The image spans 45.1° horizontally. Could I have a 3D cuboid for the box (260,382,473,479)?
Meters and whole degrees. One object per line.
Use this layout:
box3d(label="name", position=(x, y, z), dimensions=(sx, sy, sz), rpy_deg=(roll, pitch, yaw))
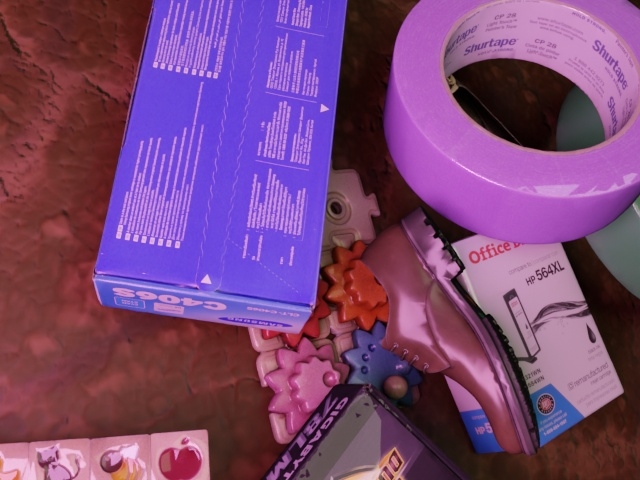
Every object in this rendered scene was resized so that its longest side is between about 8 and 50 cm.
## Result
box3d(label="box", position=(0.039, 0.311, 0.575), dimensions=(0.293, 0.073, 0.295), rpy_deg=(45, 67, -8))

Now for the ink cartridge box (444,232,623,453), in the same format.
box3d(label="ink cartridge box", position=(0.191, 0.087, 0.768), dimensions=(0.148, 0.086, 0.203), rpy_deg=(-19, 84, -34))

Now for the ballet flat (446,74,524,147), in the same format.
box3d(label="ballet flat", position=(0.187, -0.110, 0.849), dimensions=(0.250, 0.058, 0.084), rpy_deg=(46, 55, -10))

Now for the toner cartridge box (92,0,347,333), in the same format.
box3d(label="toner cartridge box", position=(-0.073, -0.106, 0.651), dimensions=(0.165, 0.075, 0.347), rpy_deg=(9, 68, -7))

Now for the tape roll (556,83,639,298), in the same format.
box3d(label="tape roll", position=(0.419, -0.073, 0.895), dimensions=(0.321, 0.077, 0.321), rpy_deg=(11, 66, -26))

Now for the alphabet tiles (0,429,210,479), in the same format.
box3d(label="alphabet tiles", position=(-0.187, 0.228, 0.484), dimensions=(0.237, 0.009, 0.198), rpy_deg=(-1, 71, -11))

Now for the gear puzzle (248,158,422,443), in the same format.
box3d(label="gear puzzle", position=(0.000, 0.000, 0.705), dimensions=(0.176, 0.044, 0.338), rpy_deg=(-8, 78, -33))

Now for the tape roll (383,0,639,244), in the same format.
box3d(label="tape roll", position=(0.202, -0.136, 0.748), dimensions=(0.275, 0.090, 0.274), rpy_deg=(1, 61, -2))

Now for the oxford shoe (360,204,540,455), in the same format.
box3d(label="oxford shoe", position=(0.109, 0.090, 0.667), dimensions=(0.227, 0.096, 0.083), rpy_deg=(60, 11, 18))
